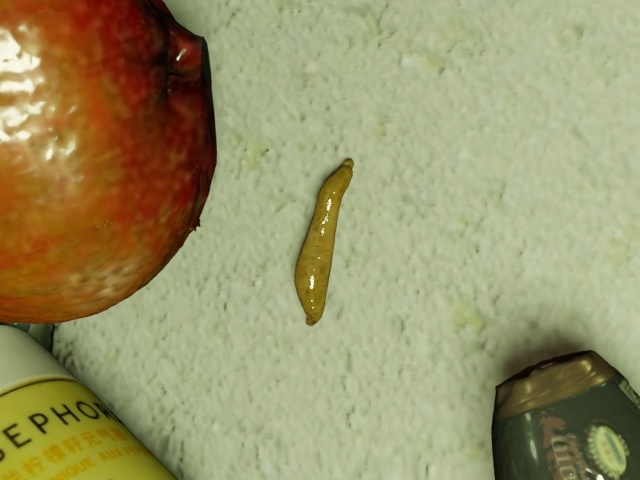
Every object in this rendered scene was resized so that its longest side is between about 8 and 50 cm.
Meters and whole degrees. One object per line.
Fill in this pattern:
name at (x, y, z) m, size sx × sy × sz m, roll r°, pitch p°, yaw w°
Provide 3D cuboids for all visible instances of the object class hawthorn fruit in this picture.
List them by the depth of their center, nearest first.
hawthorn fruit at (-0.219, -0.092, 0.918) m, size 0.311 × 0.295 × 0.295 m, roll 7°, pitch 89°, yaw -3°

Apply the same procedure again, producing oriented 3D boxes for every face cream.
face cream at (-0.209, 0.194, 0.935) m, size 0.179 × 0.218 × 0.218 m, roll 40°, pitch 104°, yaw 23°

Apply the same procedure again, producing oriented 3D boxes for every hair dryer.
hair dryer at (0.284, 0.161, 0.768) m, size 0.359 × 0.120 × 0.303 m, roll -25°, pitch 84°, yaw 14°

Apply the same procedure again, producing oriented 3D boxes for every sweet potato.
sweet potato at (0.000, 0.000, 0.951) m, size 0.026 × 0.026 × 0.115 m, roll 13°, pitch 92°, yaw 27°

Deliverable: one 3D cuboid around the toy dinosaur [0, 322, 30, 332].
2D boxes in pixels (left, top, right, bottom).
toy dinosaur at (-0.320, 0.193, 1.048) m, size 0.384 × 0.129 × 0.330 m, roll -11°, pitch 88°, yaw 5°
